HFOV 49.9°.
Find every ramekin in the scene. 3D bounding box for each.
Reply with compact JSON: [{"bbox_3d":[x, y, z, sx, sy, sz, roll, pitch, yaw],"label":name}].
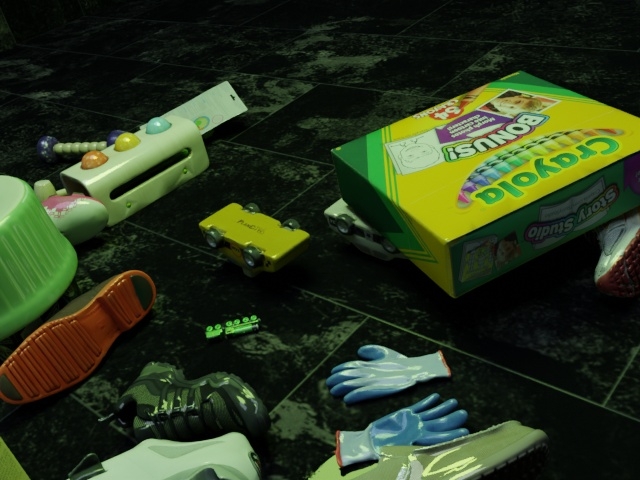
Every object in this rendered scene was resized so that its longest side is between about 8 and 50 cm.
[{"bbox_3d":[-0.545,0.027,1.047,0.304,0.148,0.303,-11,33,7],"label":"ramekin"}]

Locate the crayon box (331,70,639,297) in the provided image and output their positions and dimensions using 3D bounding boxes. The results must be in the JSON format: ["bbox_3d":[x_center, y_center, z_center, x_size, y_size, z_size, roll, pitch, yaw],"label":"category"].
[{"bbox_3d":[0.249,-0.104,0.994,0.363,0.106,0.313,-25,35,-15],"label":"crayon box"}]

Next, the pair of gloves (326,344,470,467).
[{"bbox_3d":[0.088,0.192,0.830,0.159,0.023,0.198,-12,34,3],"label":"pair of gloves"}]

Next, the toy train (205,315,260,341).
[{"bbox_3d":[-0.128,0.130,1.006,0.083,0.017,0.023,-14,43,0],"label":"toy train"}]

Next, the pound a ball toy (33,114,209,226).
[{"bbox_3d":[-0.428,-0.157,1.436,0.208,0.135,0.319,22,46,41],"label":"pound a ball toy"}]

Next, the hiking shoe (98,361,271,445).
[{"bbox_3d":[-0.162,0.219,0.830,0.227,0.086,0.114,0,33,37],"label":"hiking shoe"}]

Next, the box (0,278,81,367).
[{"bbox_3d":[-0.498,0.116,1.105,0.148,0.077,0.180,-5,34,13],"label":"box"}]

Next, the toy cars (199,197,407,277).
[{"bbox_3d":[0.000,0.000,1.097,0.394,0.087,0.176,-6,35,6],"label":"toy cars"}]

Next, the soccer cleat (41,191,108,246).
[{"bbox_3d":[-0.551,0.013,1.270,0.332,0.116,0.143,-13,49,5],"label":"soccer cleat"}]

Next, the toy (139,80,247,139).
[{"bbox_3d":[-0.295,-0.273,1.623,0.237,0.056,0.137,-28,51,-8],"label":"toy"}]

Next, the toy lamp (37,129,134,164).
[{"bbox_3d":[-0.538,-0.218,1.619,0.275,0.080,0.080,-1,35,21],"label":"toy lamp"}]

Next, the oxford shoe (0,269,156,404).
[{"bbox_3d":[-0.369,0.144,1.026,0.098,0.096,0.271,-9,23,45],"label":"oxford shoe"}]

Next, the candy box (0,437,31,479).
[{"bbox_3d":[-0.455,0.219,0.720,0.183,0.316,0.087,-12,33,4],"label":"candy box"}]

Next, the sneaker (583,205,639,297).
[{"bbox_3d":[0.407,0.006,0.950,0.093,0.088,0.225,-1,27,33],"label":"sneaker"}]

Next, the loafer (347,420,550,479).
[{"bbox_3d":[0.101,0.241,0.680,0.269,0.101,0.092,-22,40,-11],"label":"loafer"}]

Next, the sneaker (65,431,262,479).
[{"bbox_3d":[-0.218,0.290,0.733,0.331,0.122,0.146,-14,15,2],"label":"sneaker"}]
